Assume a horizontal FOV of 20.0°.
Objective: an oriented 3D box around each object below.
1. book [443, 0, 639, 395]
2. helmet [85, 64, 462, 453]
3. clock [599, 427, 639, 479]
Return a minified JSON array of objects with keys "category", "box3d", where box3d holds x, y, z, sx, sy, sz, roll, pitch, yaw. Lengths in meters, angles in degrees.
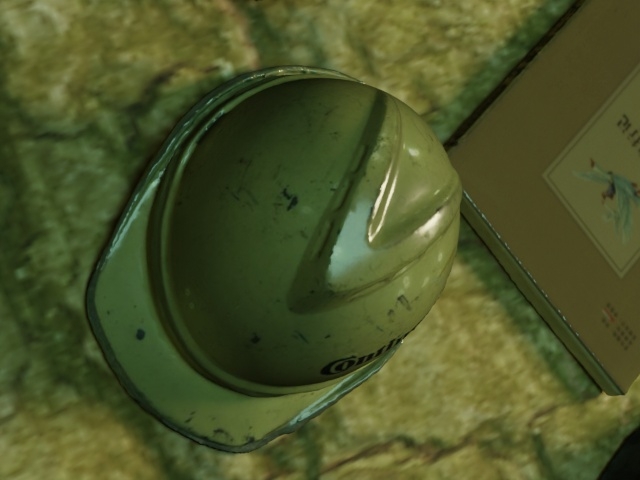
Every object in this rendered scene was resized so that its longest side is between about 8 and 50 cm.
[{"category":"book","box3d":[0.233,-0.074,1.276,0.310,0.021,0.217,-47,108,-23]},{"category":"helmet","box3d":[-0.001,0.003,1.075,0.204,0.137,0.258,43,68,-19]},{"category":"clock","box3d":[0.318,0.253,1.275,0.312,0.061,0.313,2,86,-28]}]
